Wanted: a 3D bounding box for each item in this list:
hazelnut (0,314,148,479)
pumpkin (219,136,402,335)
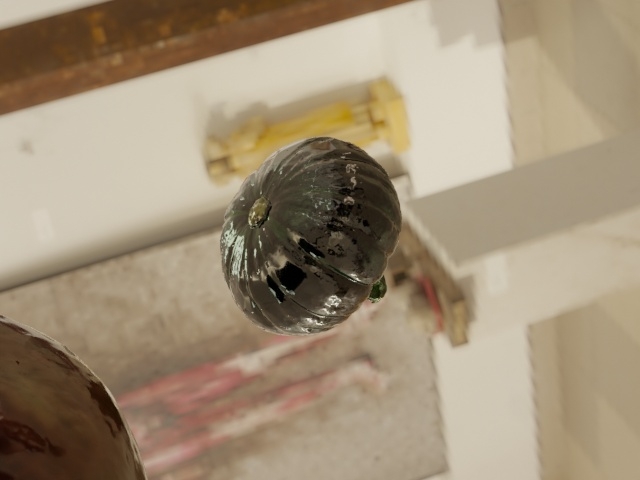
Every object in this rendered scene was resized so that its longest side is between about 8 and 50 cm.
[{"bbox_3d":[-0.304,0.241,1.121,0.353,0.421,0.421,76,170,-55],"label":"hazelnut"},{"bbox_3d":[-0.010,-0.006,1.458,0.194,0.150,0.194,-1,88,42],"label":"pumpkin"}]
